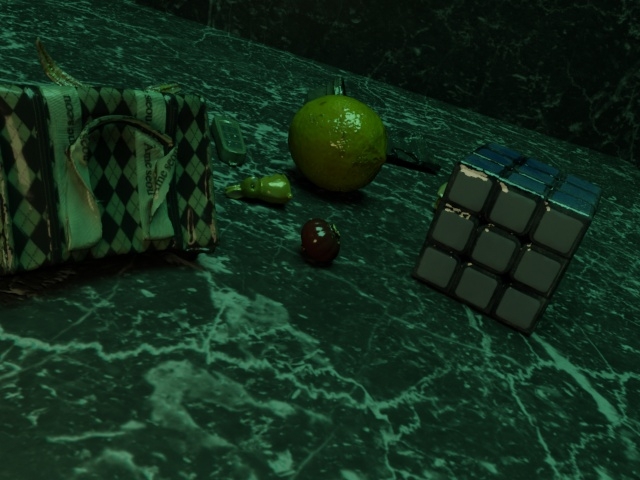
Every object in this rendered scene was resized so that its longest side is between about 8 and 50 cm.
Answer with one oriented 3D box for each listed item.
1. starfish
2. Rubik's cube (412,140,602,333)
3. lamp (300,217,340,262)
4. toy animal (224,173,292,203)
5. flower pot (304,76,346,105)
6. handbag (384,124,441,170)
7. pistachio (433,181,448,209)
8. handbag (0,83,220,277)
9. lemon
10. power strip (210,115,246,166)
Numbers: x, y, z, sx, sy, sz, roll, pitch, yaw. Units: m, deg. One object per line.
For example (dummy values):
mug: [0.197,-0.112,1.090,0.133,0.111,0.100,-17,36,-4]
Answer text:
starfish: [-0.595,-0.415,1.705,0.398,0.132,0.384,19,22,-19]
Rubik's cube: [0.431,-0.021,1.419,0.301,0.304,0.305,28,29,18]
lamp: [0.000,0.000,1.335,0.101,0.090,0.101,54,16,-24]
toy animal: [-0.153,-0.124,1.507,0.159,0.070,0.083,1,32,-23]
flower pot: [0.019,-0.434,2.096,0.140,0.236,0.235,-5,26,6]
handbag: [0.285,-0.317,2.163,0.270,0.089,0.175,11,34,-16]
pistachio: [0.431,-0.122,1.825,0.200,0.117,0.145,-4,39,-37]
handbag: [-0.370,-0.098,1.057,0.180,0.317,0.416,-10,1,43]
lemon: [0.044,-0.270,1.701,0.310,0.258,0.257,37,31,27]
power strip: [-0.264,-0.287,1.773,0.080,0.048,0.286,8,29,-19]
